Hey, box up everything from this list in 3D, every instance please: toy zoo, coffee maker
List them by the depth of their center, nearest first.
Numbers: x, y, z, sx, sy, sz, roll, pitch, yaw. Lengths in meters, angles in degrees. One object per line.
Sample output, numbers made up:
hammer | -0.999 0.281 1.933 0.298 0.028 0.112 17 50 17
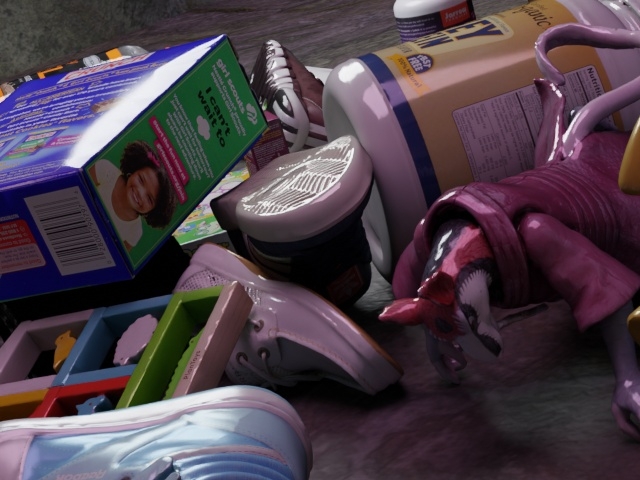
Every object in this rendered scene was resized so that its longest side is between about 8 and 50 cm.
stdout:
toy zoo | -0.210 0.130 1.275 0.293 0.030 0.192 -12 37 31
coffee maker | -0.219 0.054 1.467 0.178 0.120 0.171 -31 6 -20

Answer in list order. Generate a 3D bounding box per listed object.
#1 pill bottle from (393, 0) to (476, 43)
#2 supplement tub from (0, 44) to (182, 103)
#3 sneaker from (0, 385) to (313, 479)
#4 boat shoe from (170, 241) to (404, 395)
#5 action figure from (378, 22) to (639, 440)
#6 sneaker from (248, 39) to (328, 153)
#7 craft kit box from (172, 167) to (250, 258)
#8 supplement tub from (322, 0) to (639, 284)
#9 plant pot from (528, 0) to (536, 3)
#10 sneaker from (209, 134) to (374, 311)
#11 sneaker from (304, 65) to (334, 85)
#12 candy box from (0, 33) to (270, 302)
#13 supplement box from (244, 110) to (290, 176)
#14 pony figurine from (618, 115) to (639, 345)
pill bottle | 0.162 -0.291 2.094 0.108 0.193 0.108 -15 18 5
supplement tub | -0.314 -0.130 2.005 0.338 0.207 0.207 -19 18 -11
sneaker | -0.153 0.195 0.997 0.319 0.127 0.208 -18 16 -2
boat shoe | -0.040 0.088 1.306 0.096 0.098 0.277 -51 37 -13
action figure | 0.183 -0.013 1.137 0.248 0.275 0.370 7 14 39
sneaker | -0.004 -0.158 1.945 0.163 0.106 0.281 16 24 -17
craft kit box | -0.145 -0.010 1.744 0.247 0.061 0.250 -19 17 -1
supplement tub | 0.182 -0.101 1.438 0.316 0.228 0.228 -19 18 -8
plant pot | 0.370 -0.281 1.919 0.215 0.215 0.230 -12 33 13
sneaker | 0.000 0.000 1.377 0.131 0.148 0.350 -33 8 -7
sneaker | -0.004 -0.180 2.047 0.290 0.105 0.123 -10 16 13
candy box | -0.239 -0.068 1.477 0.268 0.122 0.317 -10 26 28
supplement box | -0.060 -0.096 1.703 0.043 0.083 0.055 -20 19 -11
pony figurine | 0.352 -0.052 1.020 0.303 0.351 0.363 14 59 45
